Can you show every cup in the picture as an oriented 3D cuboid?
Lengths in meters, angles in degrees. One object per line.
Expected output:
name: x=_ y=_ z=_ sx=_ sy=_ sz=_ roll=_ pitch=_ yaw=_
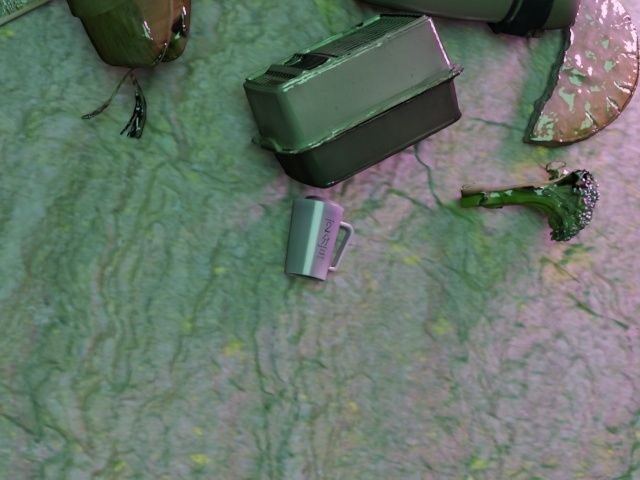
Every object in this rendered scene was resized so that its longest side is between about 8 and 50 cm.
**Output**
cup: x=0.000 y=0.000 z=1.801 sx=0.104 sy=0.074 sz=0.116 roll=15 pitch=81 yaw=-35

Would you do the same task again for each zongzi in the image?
zongzi: x=-0.211 y=-0.411 z=1.768 sx=0.418 sy=0.181 sz=0.447 roll=-36 pitch=115 yaw=-34

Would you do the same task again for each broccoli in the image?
broccoli: x=0.311 y=-0.062 z=1.848 sx=0.204 sy=0.118 sz=0.122 roll=4 pitch=91 yaw=8

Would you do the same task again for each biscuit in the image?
biscuit: x=0.425 y=-0.257 z=1.921 sx=0.141 sy=0.038 sz=0.290 roll=24 pitch=78 yaw=-5

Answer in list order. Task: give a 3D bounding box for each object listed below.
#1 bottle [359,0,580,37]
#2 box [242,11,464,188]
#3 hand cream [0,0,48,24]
bottle: x=0.226 y=-0.404 z=1.851 sx=0.347 sy=0.168 sz=0.168 roll=11 pitch=79 yaw=-9
box: x=0.045 y=-0.201 z=1.760 sx=0.290 sy=0.220 sz=0.166 roll=-28 pitch=108 yaw=-13
hand cream: x=-0.431 y=-0.355 z=1.806 sx=0.143 sy=0.039 sz=0.061 roll=-23 pitch=92 yaw=-3
